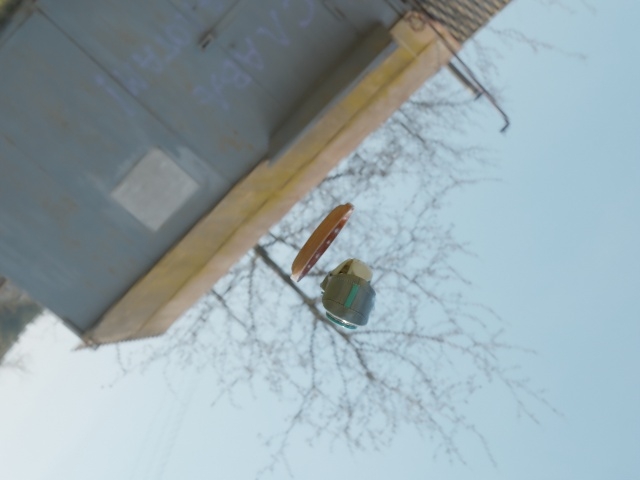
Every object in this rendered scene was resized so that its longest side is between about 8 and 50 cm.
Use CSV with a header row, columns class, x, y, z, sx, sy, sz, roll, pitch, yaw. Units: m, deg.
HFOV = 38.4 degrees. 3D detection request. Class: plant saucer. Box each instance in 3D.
class,x,y,z,sx,sy,sz,roll,pitch,yaw
plant saucer,0.000,0.000,0.793,0.083,0.013,0.083,-53,176,-6

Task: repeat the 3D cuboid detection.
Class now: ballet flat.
class,x,y,z,sx,sy,sz,roll,pitch,yaw
ballet flat,0.039,0.055,1.086,0.213,0.072,0.068,-83,-164,-85
